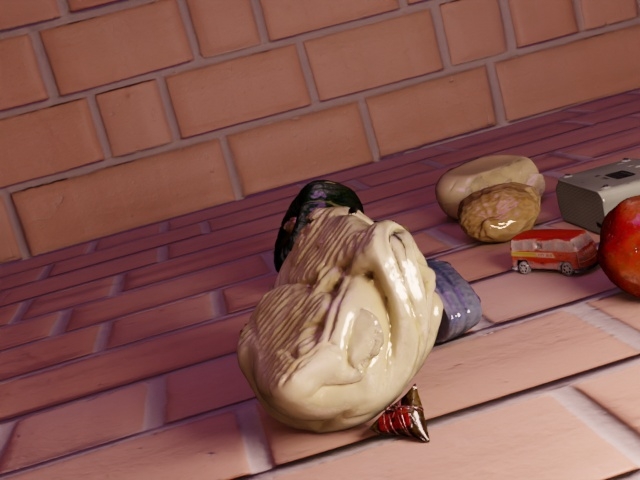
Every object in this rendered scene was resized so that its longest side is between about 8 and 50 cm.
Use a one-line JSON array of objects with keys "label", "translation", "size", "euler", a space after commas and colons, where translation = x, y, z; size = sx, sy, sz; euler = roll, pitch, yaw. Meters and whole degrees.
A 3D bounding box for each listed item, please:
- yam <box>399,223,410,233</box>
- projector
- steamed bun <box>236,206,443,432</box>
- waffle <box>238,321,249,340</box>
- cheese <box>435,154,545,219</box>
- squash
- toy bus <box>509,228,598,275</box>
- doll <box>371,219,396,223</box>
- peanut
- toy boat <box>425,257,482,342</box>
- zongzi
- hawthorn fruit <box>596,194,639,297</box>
[{"label": "yam", "translation": [0.136, 0.024, 2.161], "size": [0.066, 0.066, 0.300], "euler": [-9, 13, 27]}, {"label": "projector", "translation": [0.650, -0.102, 2.009], "size": [0.198, 0.108, 0.250], "euler": [-15, 11, -5]}, {"label": "steamed bun", "translation": [0.060, 0.123, 1.378], "size": [0.347, 0.237, 0.394], "euler": [-36, 27, 35]}, {"label": "waffle", "translation": [-0.061, 0.162, 1.790], "size": [0.194, 0.051, 0.149], "euler": [-18, 11, 10]}, {"label": "cheese", "translation": [0.433, -0.137, 2.403], "size": [0.266, 0.127, 0.233], "euler": [-23, 17, -25]}, {"label": "squash", "translation": [-0.005, -0.010, 2.079], "size": [0.165, 0.252, 0.252], "euler": [28, 8, -9]}, {"label": "toy bus", "translation": [0.445, 0.019, 1.771], "size": [0.079, 0.077, 0.174], "euler": [-24, 14, -35]}, {"label": "doll", "translation": [0.107, -0.018, 2.389], "size": [0.091, 0.067, 0.219], "euler": [-25, 9, -29]}, {"label": "peanut", "translation": [0.408, -0.064, 2.128], "size": [0.197, 0.110, 0.233], "euler": [-12, 10, 14]}, {"label": "toy boat", "translation": [0.190, 0.103, 1.576], "size": [0.078, 0.127, 0.283], "euler": [-11, 9, -13]}, {"label": "zongzi", "translation": [0.116, 0.224, 1.233], "size": [0.067, 0.073, 0.083], "euler": [-2, 2, -40]}, {"label": "hawthorn fruit", "translation": [0.538, 0.017, 1.470], "size": [0.181, 0.181, 0.235], "euler": [-13, 22, 7]}]
